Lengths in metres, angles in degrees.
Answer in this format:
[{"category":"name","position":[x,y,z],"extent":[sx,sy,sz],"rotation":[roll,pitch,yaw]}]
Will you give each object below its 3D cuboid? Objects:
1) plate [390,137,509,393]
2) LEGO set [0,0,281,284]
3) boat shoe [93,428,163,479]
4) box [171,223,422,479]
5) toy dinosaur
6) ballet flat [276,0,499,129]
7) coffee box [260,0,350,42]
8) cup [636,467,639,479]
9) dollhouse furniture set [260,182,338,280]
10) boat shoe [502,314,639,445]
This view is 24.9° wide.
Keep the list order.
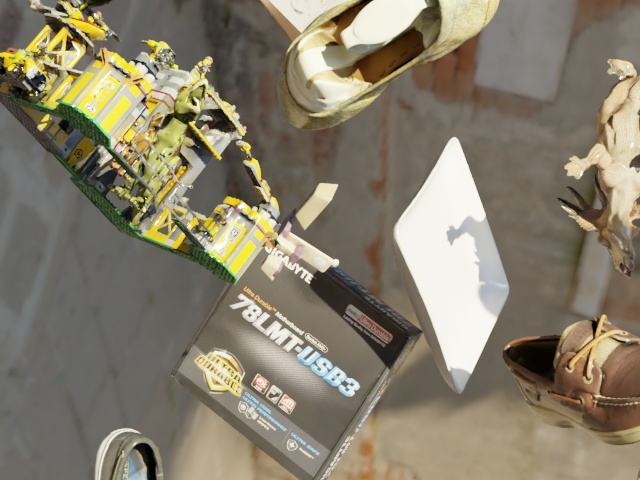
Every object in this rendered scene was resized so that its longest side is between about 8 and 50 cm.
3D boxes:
[{"category":"plate","position":[0.180,0.033,2.079],"extent":[0.277,0.045,0.278],"rotation":[-55,130,-50]},{"category":"LEGO set","position":[-0.154,-0.130,1.452],"extent":[0.331,0.255,0.192],"rotation":[47,71,-32]},{"category":"boat shoe","position":[-0.188,0.306,1.472],"extent":[0.076,0.080,0.229],"rotation":[-12,-106,60]},{"category":"box","position":[-0.040,0.174,2.225],"extent":[0.293,0.295,0.073],"rotation":[-58,163,16]},{"category":"toy dinosaur","position":[0.401,-0.119,1.936],"extent":[0.200,0.127,0.296],"rotation":[77,32,-72]},{"category":"ballet flat","position":[0.042,-0.214,1.599],"extent":[0.348,0.123,0.123],"rotation":[-26,-150,42]},{"category":"coffee box","position":[-0.013,-0.323,1.949],"extent":[0.098,0.246,0.141],"rotation":[-42,145,11]},{"category":"cup","position":[0.712,0.453,2.390],"extent":[0.237,0.331,0.331],"rotation":[52,49,-46]},{"category":"dollhouse furniture set","position":[0.000,0.000,1.697],"extent":[0.114,0.081,0.091],"rotation":[-48,-168,43]},{"category":"boat shoe","position":[0.328,0.155,1.737],"extent":[0.123,0.123,0.342],"rotation":[-44,-167,-16]}]
